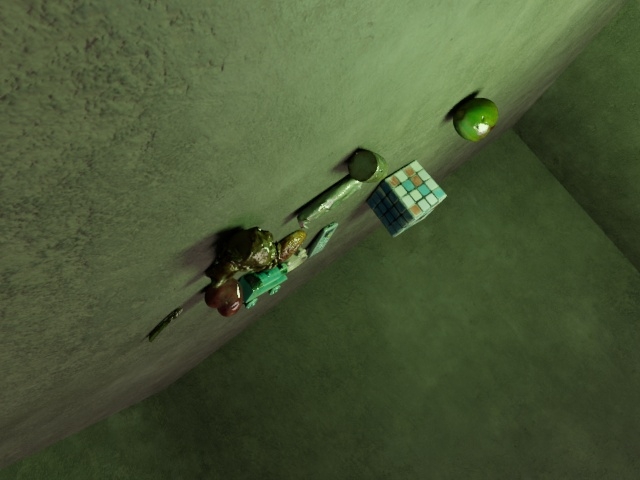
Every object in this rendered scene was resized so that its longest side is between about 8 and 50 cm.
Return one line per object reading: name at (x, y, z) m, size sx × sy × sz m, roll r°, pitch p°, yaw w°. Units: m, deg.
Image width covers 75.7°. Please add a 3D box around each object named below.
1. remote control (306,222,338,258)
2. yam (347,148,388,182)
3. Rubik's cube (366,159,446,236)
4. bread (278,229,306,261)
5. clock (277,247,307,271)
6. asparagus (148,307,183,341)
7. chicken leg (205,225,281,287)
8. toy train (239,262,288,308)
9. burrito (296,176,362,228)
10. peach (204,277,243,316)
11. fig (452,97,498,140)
remote control at (0.001, 0.001, 2.206) m, size 0.103 × 0.051 × 0.293 m, roll -31°, pitch 166°, yaw -36°
yam at (0.170, -0.251, 1.416) m, size 0.107 × 0.107 × 0.194 m, roll -40°, pitch 171°, yaw 21°
Rubik's cube at (0.437, -0.213, 2.131) m, size 0.253 × 0.259 × 0.256 m, roll -30°, pitch 169°, yaw -26°
bread at (-0.134, 0.028, 1.796) m, size 0.193 × 0.064 × 0.193 m, roll -39°, pitch 171°, yaw -7°
clock at (-0.147, 0.100, 2.120) m, size 0.155 × 0.063 × 0.229 m, roll -25°, pitch 163°, yaw -42°
asparagus at (-0.614, 0.333, 1.616) m, size 0.236 × 0.027 × 0.034 m, roll -41°, pitch 175°, yaw 23°
chicken leg at (-0.238, 0.047, 1.308) m, size 0.211 × 0.140 × 0.361 m, roll -9°, pitch 169°, yaw -26°
toy train at (-0.277, 0.201, 1.963) m, size 0.298 × 0.120 × 0.194 m, roll -27°, pitch 162°, yaw -46°
burrito at (0.040, -0.153, 1.533) m, size 0.309 × 0.066 × 0.096 m, roll -38°, pitch 169°, yaw -10°
peach at (-0.371, 0.215, 1.617) m, size 0.152 × 0.152 × 0.152 m, roll -36°, pitch 171°, yaw -7°
fig at (0.637, -0.507, 1.718) m, size 0.190 × 0.181 × 0.181 m, roll 3°, pitch 145°, yaw -41°
